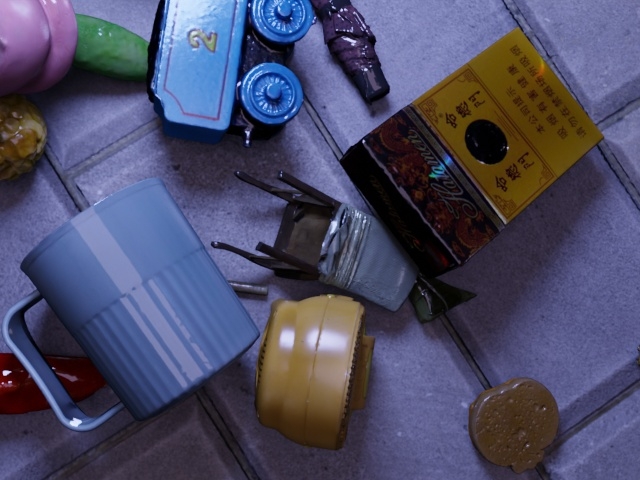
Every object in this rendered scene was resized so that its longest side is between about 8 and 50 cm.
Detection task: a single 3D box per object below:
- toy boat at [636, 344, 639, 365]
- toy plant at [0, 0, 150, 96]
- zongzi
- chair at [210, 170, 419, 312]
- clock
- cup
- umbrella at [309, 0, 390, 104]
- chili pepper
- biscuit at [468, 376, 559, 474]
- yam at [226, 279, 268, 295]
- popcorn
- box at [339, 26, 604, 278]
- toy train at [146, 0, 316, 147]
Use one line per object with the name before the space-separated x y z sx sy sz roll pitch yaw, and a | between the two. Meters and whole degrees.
toy boat | 0.677 0.224 1.333 0.206 0.072 0.064 7 82 -5
toy plant | -0.459 -0.328 1.173 0.317 0.356 0.211 33 108 1
zongzi | 0.210 0.079 1.319 0.119 0.055 0.109 -25 82 -18
chair | 0.000 0.000 1.257 0.319 0.186 0.160 23 80 -36
clock | -0.013 0.203 1.156 0.200 0.317 0.244 6 85 2
cup | -0.301 0.115 1.152 0.331 0.257 0.311 -36 90 -32
umbrella | 0.037 -0.401 1.327 0.090 0.094 0.326 -27 87 7
chili pepper | -0.539 0.234 1.214 0.387 0.110 0.110 3 84 -10
biscuit | 0.347 0.332 1.308 0.170 0.050 0.170 0 91 -10
yam | -0.150 0.082 1.299 0.116 0.021 0.021 9 84 -5
popcorn | -0.547 -0.170 1.215 0.180 0.180 0.170 -9 81 -6
box | 0.266 -0.154 1.258 0.415 0.116 0.264 -37 90 -24
toy train | -0.160 -0.307 1.243 0.265 0.188 0.300 8 86 -14
